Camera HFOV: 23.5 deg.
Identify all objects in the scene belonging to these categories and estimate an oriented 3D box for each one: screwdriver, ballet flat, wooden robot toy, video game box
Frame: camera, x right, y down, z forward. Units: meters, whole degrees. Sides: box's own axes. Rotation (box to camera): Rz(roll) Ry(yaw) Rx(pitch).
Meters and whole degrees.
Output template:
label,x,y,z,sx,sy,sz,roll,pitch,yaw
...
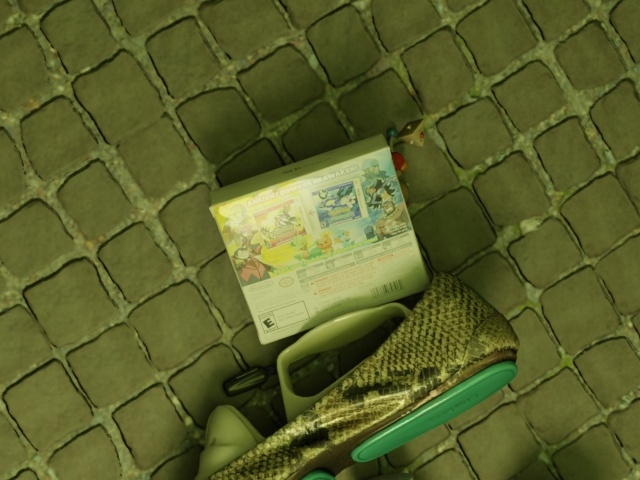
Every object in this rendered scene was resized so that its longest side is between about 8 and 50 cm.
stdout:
label,x,y,z,sx,sy,sz,roll,pitch,yaw
screwdriver,-0.033,0.138,1.754,0.170,0.025,0.024,-23,97,-10
ballet flat,-0.008,0.208,1.692,0.483,0.164,0.182,-38,69,-1
wooden robot toy,0.071,-0.058,1.749,0.173,0.076,0.079,-42,110,-8
video game box,0.000,0.000,1.696,0.205,0.048,0.187,-18,120,0

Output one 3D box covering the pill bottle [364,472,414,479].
label,x,y,z,sx,sy,sz,roll,pitch,yaw
pill bottle,0.091,0.363,1.748,0.103,0.103,0.184,-15,95,-11
